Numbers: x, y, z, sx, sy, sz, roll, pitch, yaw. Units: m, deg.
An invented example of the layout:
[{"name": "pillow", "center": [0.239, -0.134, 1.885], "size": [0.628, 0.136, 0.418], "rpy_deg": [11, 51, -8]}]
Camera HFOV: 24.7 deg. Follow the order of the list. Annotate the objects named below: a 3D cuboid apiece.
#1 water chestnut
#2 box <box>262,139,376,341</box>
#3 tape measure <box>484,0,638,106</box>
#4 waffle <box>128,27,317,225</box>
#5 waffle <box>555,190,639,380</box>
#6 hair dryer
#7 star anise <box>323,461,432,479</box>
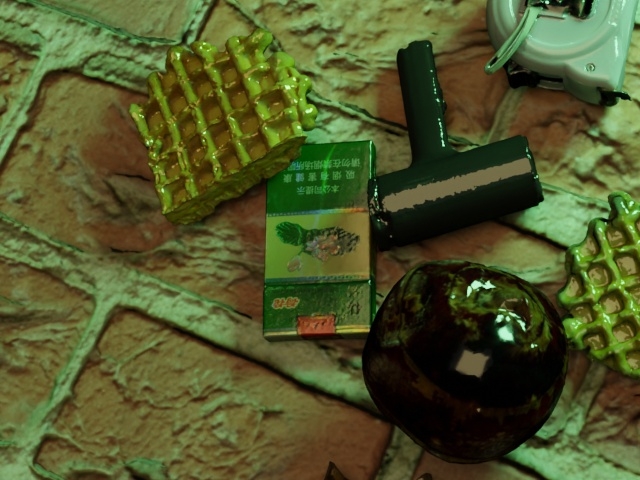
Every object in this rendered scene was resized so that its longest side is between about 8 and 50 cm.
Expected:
[{"name": "water chestnut", "center": [0.153, 0.135, 1.561], "size": [0.223, 0.238, 0.224], "rpy_deg": [1, 44, -1]}, {"name": "box", "center": [0.000, 0.000, 1.712], "size": [0.132, 0.034, 0.235], "rpy_deg": [-2, 74, 13]}, {"name": "tape measure", "center": [0.278, -0.259, 1.684], "size": [0.178, 0.105, 0.196], "rpy_deg": [5, 77, 15]}, {"name": "waffle", "center": [-0.120, -0.160, 1.758], "size": [0.229, 0.057, 0.219], "rpy_deg": [-30, 61, 13]}, {"name": "waffle", "center": [0.373, 0.054, 1.598], "size": [0.223, 0.054, 0.204], "rpy_deg": [23, 90, 18]}, {"name": "hair dryer", "center": [0.136, -0.127, 1.696], "size": [0.197, 0.089, 0.251], "rpy_deg": [-16, 65, 9]}, {"name": "star anise", "center": [0.060, 0.346, 1.557], "size": [0.214, 0.099, 0.220], "rpy_deg": [20, 51, 15]}]
